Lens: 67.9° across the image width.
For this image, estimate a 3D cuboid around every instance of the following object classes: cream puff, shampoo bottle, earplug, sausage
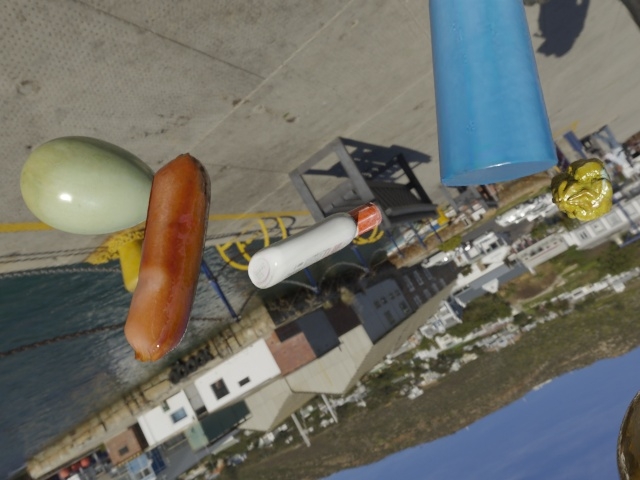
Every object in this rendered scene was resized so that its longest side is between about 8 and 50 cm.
[{"bbox_3d":[0.553,-0.105,1.025,0.116,0.146,0.146,-12,174,13],"label":"cream puff"},{"bbox_3d":[0.000,0.000,0.705,0.221,0.051,0.108,-27,171,-31],"label":"shampoo bottle"},{"bbox_3d":[0.197,-0.212,0.577,0.133,0.272,0.132,-7,177,0],"label":"earplug"},{"bbox_3d":[-0.207,0.019,0.669,0.089,0.299,0.083,-5,161,28],"label":"sausage"}]

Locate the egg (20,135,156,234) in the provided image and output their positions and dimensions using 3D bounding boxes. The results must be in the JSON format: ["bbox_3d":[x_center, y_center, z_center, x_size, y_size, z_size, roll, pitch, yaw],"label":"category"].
[{"bbox_3d":[-0.502,-0.120,1.067,0.296,0.218,0.218,3,157,-20],"label":"egg"}]

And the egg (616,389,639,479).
[{"bbox_3d":[0.602,0.344,0.703,0.283,0.283,0.351,-40,-163,44],"label":"egg"}]
